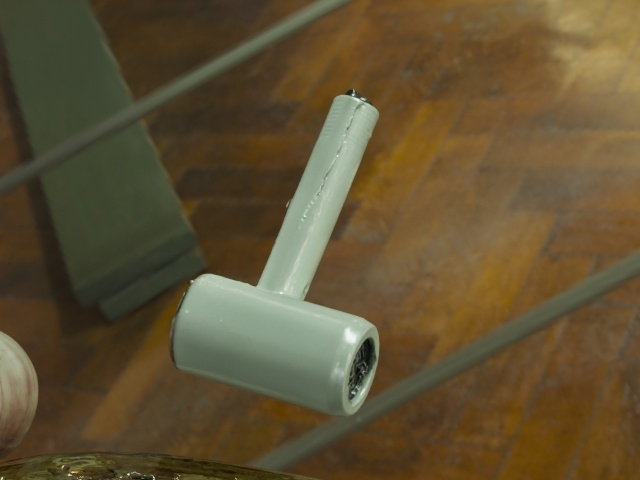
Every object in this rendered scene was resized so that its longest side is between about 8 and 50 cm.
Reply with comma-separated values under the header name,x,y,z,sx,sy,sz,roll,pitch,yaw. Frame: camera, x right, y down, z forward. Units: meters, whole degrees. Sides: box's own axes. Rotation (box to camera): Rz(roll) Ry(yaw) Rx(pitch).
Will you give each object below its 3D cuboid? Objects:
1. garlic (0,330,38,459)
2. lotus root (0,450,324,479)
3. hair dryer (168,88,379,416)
name,x,y,z,sx,sy,sz,roll,pitch,yaw
garlic,-0.361,0.194,1.329,0.245,0.253,0.245,-20,1,0
lotus root,-0.100,0.225,0.894,0.398,0.196,0.179,8,76,-11
hair dryer,0.000,0.000,0.998,0.131,0.073,0.236,14,67,20
